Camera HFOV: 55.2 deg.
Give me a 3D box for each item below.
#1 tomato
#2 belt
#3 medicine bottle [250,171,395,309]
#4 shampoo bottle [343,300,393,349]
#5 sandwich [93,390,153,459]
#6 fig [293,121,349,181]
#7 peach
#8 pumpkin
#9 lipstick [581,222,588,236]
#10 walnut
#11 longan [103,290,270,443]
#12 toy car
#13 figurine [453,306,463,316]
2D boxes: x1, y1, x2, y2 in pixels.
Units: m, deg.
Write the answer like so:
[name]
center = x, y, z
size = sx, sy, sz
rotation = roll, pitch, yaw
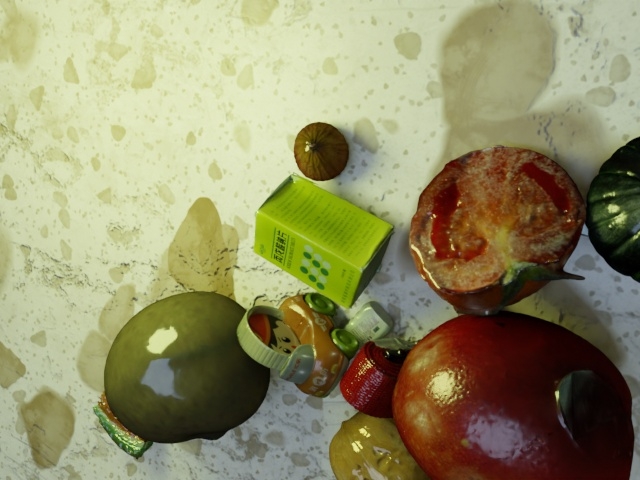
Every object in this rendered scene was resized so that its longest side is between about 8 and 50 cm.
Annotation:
[tomato]
center = 0.300, -0.002, 1.064
size = 0.309, 0.309, 0.170
rotation = 5, 146, 24
[belt]
center = 0.142, 0.261, 1.202
size = 0.128, 0.201, 0.124
rotation = 47, 117, 37
[medicine bottle]
center = 0.000, 0.000, 1.216
size = 0.250, 0.141, 0.137
rotation = 29, 145, 14
[shampoo bottle]
center = 0.081, 0.200, 1.296
size = 0.077, 0.045, 0.152
rotation = 46, 114, 7
[sandwich]
center = -0.486, 0.450, 1.592
size = 0.185, 0.109, 0.160
rotation = 39, 95, 14
[fig]
center = -0.011, -0.166, 1.199
size = 0.119, 0.153, 0.119
rotation = 11, 119, 21
[peach]
center = 0.335, 0.290, 1.013
size = 0.406, 0.335, 0.310
rotation = 32, 156, -2
[pumpkin]
center = 0.539, -0.052, 0.937
size = 0.250, 0.216, 0.249
rotation = -5, 75, 17
[lipstick]
center = 0.484, -0.017, 1.071
size = 0.107, 0.025, 0.025
rotation = 16, 108, 16
[walnut]
center = 0.127, 0.458, 1.263
size = 0.226, 0.193, 0.193
rotation = 37, 114, 17
[longan]
center = -0.289, 0.282, 1.338
size = 0.361, 0.361, 0.360
rotation = 6, 104, 24
[toy car]
center = -0.062, 0.210, 1.248
size = 0.235, 0.235, 0.145
rotation = 35, 114, 14
[figurine]
center = 0.297, 0.138, 1.171
size = 0.071, 0.067, 0.083
rotation = -21, 109, 47
